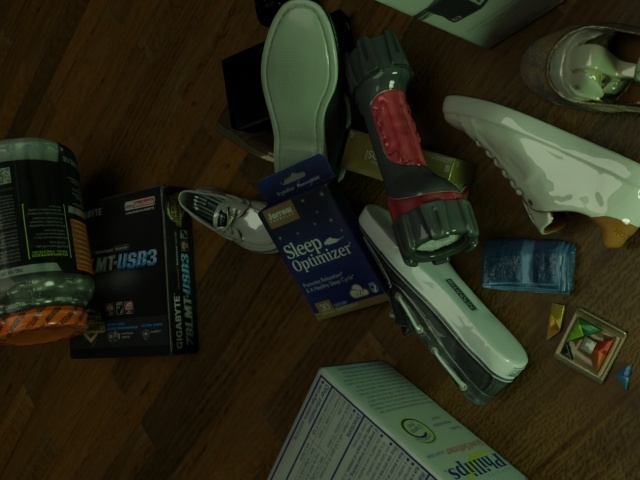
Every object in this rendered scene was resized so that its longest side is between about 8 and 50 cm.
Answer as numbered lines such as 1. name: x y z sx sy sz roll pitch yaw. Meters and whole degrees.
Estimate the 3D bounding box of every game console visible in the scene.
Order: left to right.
1. game console: -0.067 -0.354 1.276 0.213 0.044 0.362 -18 73 24

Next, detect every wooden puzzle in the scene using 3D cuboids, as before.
1. wooden puzzle: 0.318 0.125 0.983 0.116 0.014 0.079 23 103 37

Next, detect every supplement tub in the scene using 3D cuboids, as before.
1. supplement tub: -0.517 0.006 1.467 0.207 0.207 0.338 -24 71 37

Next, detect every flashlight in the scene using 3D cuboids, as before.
1. flashlight: 0.108 -0.122 1.033 0.103 0.103 0.304 -16 69 6

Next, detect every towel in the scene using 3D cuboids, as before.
1. towel: 0.256 0.030 1.028 0.119 0.029 0.067 2 89 40

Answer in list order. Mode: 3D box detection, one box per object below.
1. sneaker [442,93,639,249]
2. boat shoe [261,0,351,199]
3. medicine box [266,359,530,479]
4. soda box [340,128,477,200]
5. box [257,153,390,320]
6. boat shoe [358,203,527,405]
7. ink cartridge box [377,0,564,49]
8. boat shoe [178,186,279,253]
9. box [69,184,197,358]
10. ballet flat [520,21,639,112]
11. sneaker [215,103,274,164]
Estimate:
1. sneaker: 0.249 -0.083 0.987 0.290 0.106 0.123 33 107 34
2. boat shoe: -0.014 -0.192 1.151 0.114 0.091 0.303 18 124 19
3. medicine box: 0.084 0.347 1.082 0.289 0.149 0.264 37 111 34
4. soda box: 0.116 -0.103 1.126 0.181 0.061 0.058 21 101 38
5. box: 0.000 0.000 1.172 0.136 0.036 0.225 -20 103 38
6. boat shoe: 0.136 0.081 1.084 0.301 0.108 0.102 49 116 21
7. ink cartridge box: 0.132 -0.376 0.964 0.129 0.307 0.223 -30 70 35
8. boat shoe: -0.142 -0.031 1.329 0.226 0.075 0.083 18 100 39
9. box: -0.351 0.065 1.504 0.295 0.073 0.294 -7 85 39
10. ballet flat: 0.347 -0.191 0.910 0.316 0.106 0.108 16 99 39
11. sneaker: -0.095 -0.172 1.302 0.188 0.066 0.071 32 103 34
